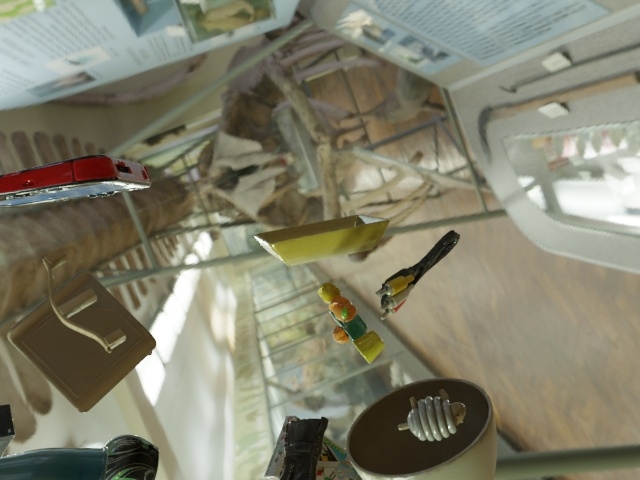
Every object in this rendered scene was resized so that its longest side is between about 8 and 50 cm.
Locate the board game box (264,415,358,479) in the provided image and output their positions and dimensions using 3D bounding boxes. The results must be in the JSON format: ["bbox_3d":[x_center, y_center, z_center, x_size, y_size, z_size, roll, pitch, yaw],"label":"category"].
[{"bbox_3d":[-0.016,0.684,2.246,0.305,0.053,0.193,40,-127,-26],"label":"board game box"}]

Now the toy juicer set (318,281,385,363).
[{"bbox_3d":[0.050,0.205,1.963,0.209,0.089,0.329,52,176,-8],"label":"toy juicer set"}]

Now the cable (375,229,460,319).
[{"bbox_3d":[0.244,0.092,1.833,0.072,0.287,0.139,45,157,34],"label":"cable"}]

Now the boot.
[{"bbox_3d":[-0.068,0.533,1.727,0.091,0.263,0.229,26,-128,-32],"label":"boot"}]

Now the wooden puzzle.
[{"bbox_3d":[-0.512,0.216,1.619,0.239,0.221,0.044,47,153,-2],"label":"wooden puzzle"}]

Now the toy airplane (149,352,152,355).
[{"bbox_3d":[-0.479,0.253,1.778,0.151,0.151,0.028,-116,31,-45],"label":"toy airplane"}]

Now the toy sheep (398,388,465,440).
[{"bbox_3d":[0.210,0.335,1.409,0.091,0.132,0.091,-19,-90,-76],"label":"toy sheep"}]

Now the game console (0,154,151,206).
[{"bbox_3d":[-0.555,-0.108,1.564,0.386,0.342,0.060,-57,-46,-88],"label":"game console"}]

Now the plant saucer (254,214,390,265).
[{"bbox_3d":[0.000,0.000,2.082,0.333,0.332,0.081,-157,57,-77],"label":"plant saucer"}]

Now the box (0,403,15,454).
[{"bbox_3d":[-0.911,0.513,1.976,0.158,0.156,0.093,-45,56,42],"label":"box"}]

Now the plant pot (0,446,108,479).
[{"bbox_3d":[-0.605,0.563,1.583,0.271,0.255,0.272,-168,90,-74],"label":"plant pot"}]

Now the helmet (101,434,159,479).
[{"bbox_3d":[-0.550,0.628,2.091,0.169,0.161,0.169,-39,43,48],"label":"helmet"}]

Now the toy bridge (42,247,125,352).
[{"bbox_3d":[-0.375,0.099,1.151,0.188,0.063,0.026,50,152,15],"label":"toy bridge"}]

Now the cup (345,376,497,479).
[{"bbox_3d":[0.250,0.494,1.646,0.331,0.331,0.237,-124,10,-71],"label":"cup"}]
